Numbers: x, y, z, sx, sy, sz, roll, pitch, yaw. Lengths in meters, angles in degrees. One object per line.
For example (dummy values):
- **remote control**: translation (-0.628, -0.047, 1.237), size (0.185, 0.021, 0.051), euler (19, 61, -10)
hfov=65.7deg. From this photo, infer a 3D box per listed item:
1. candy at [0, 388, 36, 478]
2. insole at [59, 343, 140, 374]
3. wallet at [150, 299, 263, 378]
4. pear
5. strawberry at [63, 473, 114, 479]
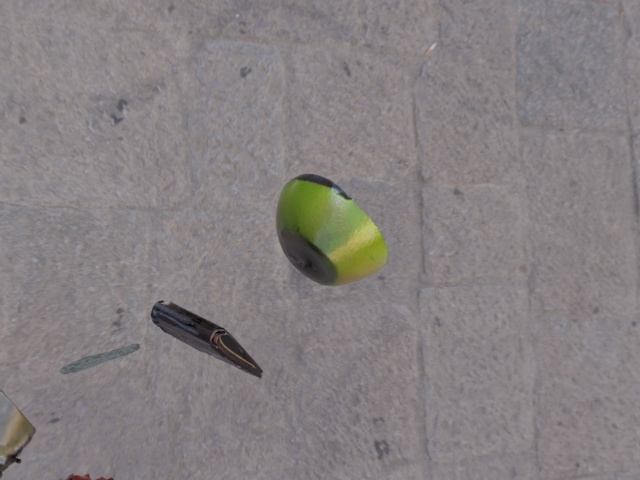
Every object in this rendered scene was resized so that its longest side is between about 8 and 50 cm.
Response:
- **candy**: translation (-0.270, 0.155, 0.348), size (0.110, 0.095, 0.085), euler (-43, 87, 4)
- **insole**: translation (-0.528, 0.285, 1.190), size (0.193, 0.065, 0.006), euler (-16, 109, -7)
- **wallet**: translation (-0.278, 0.253, 1.250), size (0.071, 0.220, 0.262), euler (-61, 145, -25)
- **pear**: translation (0.001, 0.005, 1.437), size (0.399, 0.399, 0.165), euler (45, 69, -7)
- **strawberry**: translation (-0.147, 0.236, 0.343), size (0.085, 0.192, 0.140), euler (8, 41, -29)
